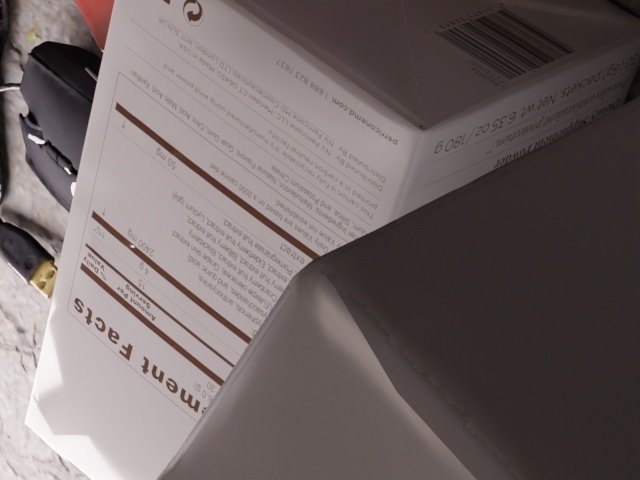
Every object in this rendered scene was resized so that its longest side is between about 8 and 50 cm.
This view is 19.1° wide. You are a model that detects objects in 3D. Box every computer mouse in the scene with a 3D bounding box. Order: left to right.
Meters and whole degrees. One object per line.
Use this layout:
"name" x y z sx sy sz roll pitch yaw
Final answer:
"computer mouse" -0.148 -0.028 1.116 0.262 0.060 0.184 32 127 29

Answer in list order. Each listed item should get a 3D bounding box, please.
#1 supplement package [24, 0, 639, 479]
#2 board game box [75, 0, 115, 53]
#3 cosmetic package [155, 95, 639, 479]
"supplement package" 0.000 0.000 0.905 0.175 0.177 0.293 37 130 25
"board game box" -0.064 -0.218 0.976 0.281 0.027 0.145 -30 88 46
"cosmetic package" 0.144 0.056 0.596 0.161 0.453 0.230 48 135 16
